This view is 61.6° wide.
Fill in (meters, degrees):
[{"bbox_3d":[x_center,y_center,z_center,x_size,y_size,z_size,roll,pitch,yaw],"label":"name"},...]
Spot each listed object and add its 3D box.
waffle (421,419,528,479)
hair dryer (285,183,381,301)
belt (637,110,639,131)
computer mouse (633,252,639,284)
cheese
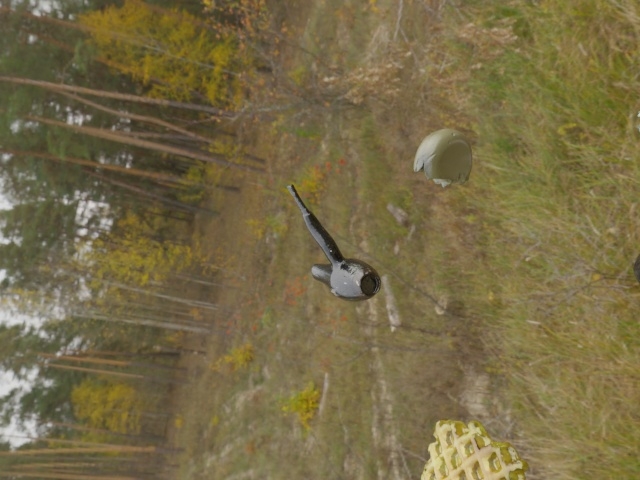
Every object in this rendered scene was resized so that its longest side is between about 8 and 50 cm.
[{"bbox_3d":[0.234,0.415,0.843,0.245,0.052,0.254,-170,92,-67],"label":"waffle"},{"bbox_3d":[0.000,0.000,1.379,0.120,0.360,0.303,-37,20,-15],"label":"hair dryer"},{"bbox_3d":[0.657,-0.178,0.953,0.148,0.163,0.082,-57,-1,-42],"label":"belt"},{"bbox_3d":[0.872,0.034,1.279,0.183,0.116,0.323,-47,-14,-3],"label":"computer mouse"},{"bbox_3d":[0.361,-0.242,1.597,0.091,0.202,0.176,16,113,50],"label":"cheese"}]
